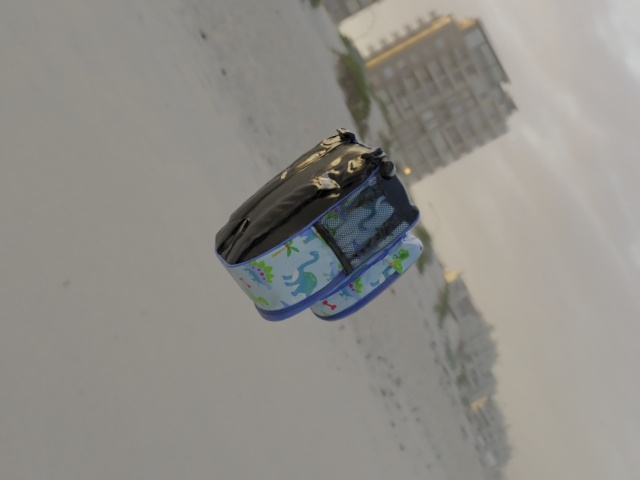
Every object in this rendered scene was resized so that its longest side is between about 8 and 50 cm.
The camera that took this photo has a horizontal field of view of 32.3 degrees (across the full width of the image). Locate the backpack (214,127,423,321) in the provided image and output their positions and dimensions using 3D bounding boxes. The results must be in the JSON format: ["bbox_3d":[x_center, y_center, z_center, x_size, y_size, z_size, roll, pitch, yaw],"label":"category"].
[{"bbox_3d":[0.000,0.000,0.673,0.084,0.114,0.105,56,-3,-19],"label":"backpack"}]
